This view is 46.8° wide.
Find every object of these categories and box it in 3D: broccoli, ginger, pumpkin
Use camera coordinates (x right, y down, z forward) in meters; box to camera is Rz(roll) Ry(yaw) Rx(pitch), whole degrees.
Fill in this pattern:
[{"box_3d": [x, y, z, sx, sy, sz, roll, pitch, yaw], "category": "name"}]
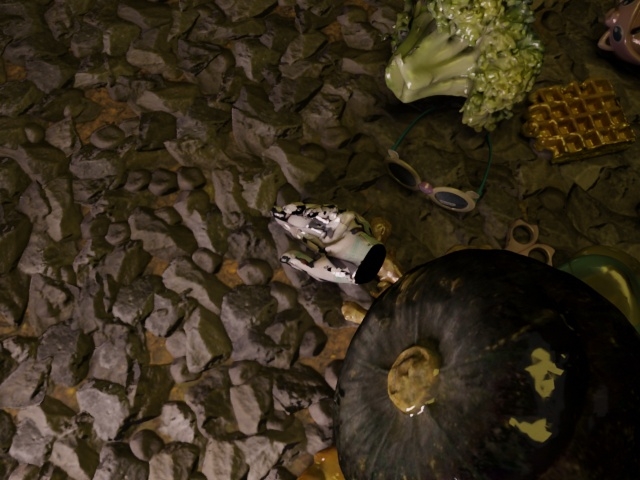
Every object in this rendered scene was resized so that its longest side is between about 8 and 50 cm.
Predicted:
[{"box_3d": [0.241, -0.361, 1.396, 0.281, 0.293, 0.348, -30, 110, -23], "category": "broccoli"}, {"box_3d": [0.106, 0.069, 1.287, 0.176, 0.052, 0.193, 35, 74, 11], "category": "ginger"}, {"box_3d": [0.230, 0.231, 1.011, 0.344, 0.454, 0.454, 27, 57, -39], "category": "pumpkin"}]

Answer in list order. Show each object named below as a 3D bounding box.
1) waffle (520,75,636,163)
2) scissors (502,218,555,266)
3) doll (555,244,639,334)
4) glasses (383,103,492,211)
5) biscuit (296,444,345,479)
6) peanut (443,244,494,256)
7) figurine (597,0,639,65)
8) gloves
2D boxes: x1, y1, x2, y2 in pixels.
[{"box_3d": [0.497, -0.239, 1.470, 0.210, 0.055, 0.160, -10, 67, -10], "category": "waffle"}, {"box_3d": [0.327, 0.040, 1.339, 0.212, 0.021, 0.110, -27, 74, -17], "category": "scissors"}, {"box_3d": [0.461, 0.096, 1.215, 0.161, 0.260, 0.177, -32, 77, 24], "category": "doll"}, {"box_3d": [0.234, -0.153, 1.412, 0.189, 0.088, 0.220, 28, 45, 8], "category": "glasses"}, {"box_3d": [0.065, 0.432, 1.115, 0.203, 0.041, 0.260, -20, 65, -17], "category": "biscuit"}, {"box_3d": [0.302, 0.109, 1.239, 0.137, 0.122, 0.253, -30, 85, 2], "category": "peanut"}, {"box_3d": [0.729, -0.419, 1.522, 0.287, 0.186, 0.176, 28, 90, -11], "category": "figurine"}, {"box_3d": [0.007, -0.003, 1.271, 0.111, 0.128, 0.212, -15, 37, -38], "category": "gloves"}]
